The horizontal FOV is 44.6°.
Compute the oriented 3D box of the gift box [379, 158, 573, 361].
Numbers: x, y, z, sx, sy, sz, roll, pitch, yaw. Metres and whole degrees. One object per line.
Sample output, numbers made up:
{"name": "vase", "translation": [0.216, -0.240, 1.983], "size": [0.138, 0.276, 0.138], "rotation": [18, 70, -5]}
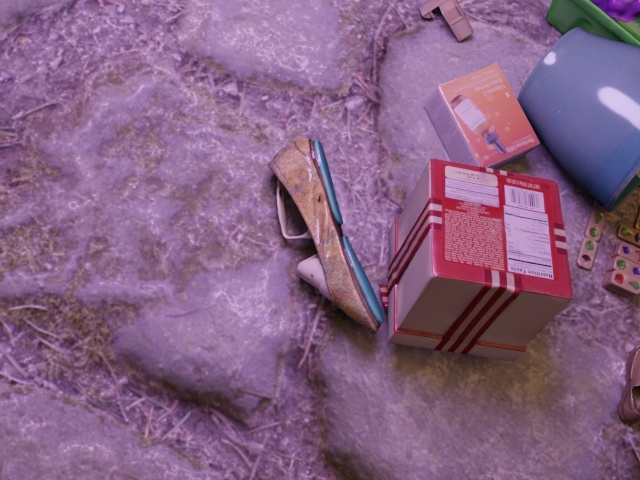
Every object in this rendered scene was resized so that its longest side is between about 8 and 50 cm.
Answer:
{"name": "gift box", "translation": [0.251, 0.030, 1.275], "size": [0.255, 0.258, 0.276], "rotation": [14, 55, -5]}

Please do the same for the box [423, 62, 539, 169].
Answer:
{"name": "box", "translation": [0.291, -0.212, 1.418], "size": [0.130, 0.091, 0.171], "rotation": [-25, 82, -15]}

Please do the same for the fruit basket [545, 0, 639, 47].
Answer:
{"name": "fruit basket", "translation": [0.645, -0.463, 1.404], "size": [0.392, 0.392, 0.283], "rotation": [39, 73, 0]}

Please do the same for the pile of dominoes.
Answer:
{"name": "pile of dominoes", "translation": [0.599, -0.016, 1.457], "size": [0.196, 0.040, 0.251], "rotation": [23, 74, -4]}

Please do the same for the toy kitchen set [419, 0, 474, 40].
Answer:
{"name": "toy kitchen set", "translation": [0.239, -0.429, 1.496], "size": [0.068, 0.075, 0.083], "rotation": [-29, 42, 20]}

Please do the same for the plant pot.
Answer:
{"name": "plant pot", "translation": [0.502, -0.234, 1.387], "size": [0.271, 0.272, 0.255], "rotation": [-42, 71, -17]}

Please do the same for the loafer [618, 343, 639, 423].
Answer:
{"name": "loafer", "translation": [0.572, 0.253, 1.382], "size": [0.056, 0.050, 0.148], "rotation": [19, 74, -6]}

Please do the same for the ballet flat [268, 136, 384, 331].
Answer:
{"name": "ballet flat", "translation": [0.000, 0.000, 1.312], "size": [0.123, 0.123, 0.349], "rotation": [-18, 81, -14]}
